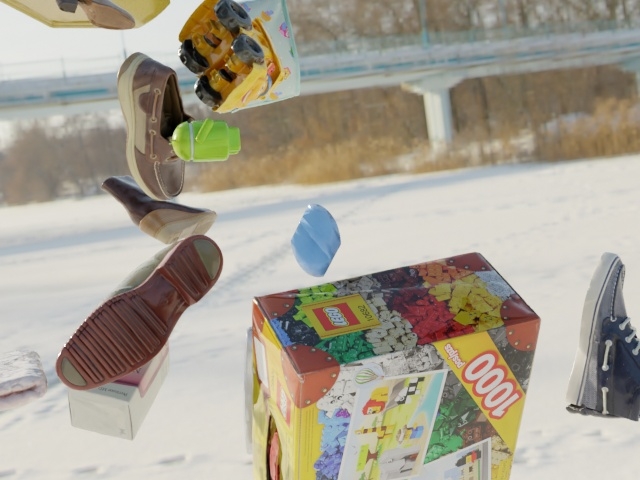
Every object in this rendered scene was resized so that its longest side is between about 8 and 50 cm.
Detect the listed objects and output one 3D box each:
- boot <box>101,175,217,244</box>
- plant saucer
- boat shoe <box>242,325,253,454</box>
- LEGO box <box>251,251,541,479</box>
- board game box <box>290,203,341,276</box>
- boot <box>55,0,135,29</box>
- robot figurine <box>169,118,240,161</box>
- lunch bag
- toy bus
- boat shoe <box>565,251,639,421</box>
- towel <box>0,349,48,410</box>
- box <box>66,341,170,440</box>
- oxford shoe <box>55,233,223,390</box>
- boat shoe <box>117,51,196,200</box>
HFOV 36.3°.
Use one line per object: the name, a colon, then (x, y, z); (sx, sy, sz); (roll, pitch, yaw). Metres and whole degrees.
boot: (-0.359, -0.084, 2.218); (0.090, 0.207, 0.248); (-53, -13, 20)
plant saucer: (-0.543, -0.529, 2.113); (0.332, 0.081, 0.333); (4, -4, 18)
boat shoe: (-0.098, 0.264, 1.717); (0.076, 0.229, 0.080); (1, 1, -7)
LEGO box: (0.097, 0.297, 1.497); (0.372, 0.500, 0.193); (-11, 35, -19)
board game box: (0.000, 0.000, 2.232); (0.033, 0.169, 0.133); (-9, 47, -42)
boot: (-0.299, -0.325, 1.266); (0.118, 0.087, 0.042); (12, -38, -38)
robot figurine: (-0.191, -0.163, 1.605); (0.115, 0.067, 0.101); (-3, -4, -12)
lunch bag: (-0.175, -0.459, 2.412); (0.223, 0.262, 0.160); (-15, 17, -16)
toy bus: (-0.145, -0.342, 1.896); (0.149, 0.220, 0.211); (-41, -33, 26)
boat shoe: (0.612, 0.203, 1.978); (0.158, 0.341, 0.127); (13, 7, 29)
towel: (-0.603, 0.250, 1.567); (0.316, 0.054, 0.332); (-14, 7, -18)
box: (-0.445, 0.308, 2.176); (0.148, 0.127, 0.232); (11, 37, 9)
oxford shoe: (-0.312, 0.125, 1.647); (0.348, 0.123, 0.130); (-41, 18, -30)
boat shoe: (-0.299, -0.204, 1.903); (0.123, 0.342, 0.123); (18, 46, 21)
